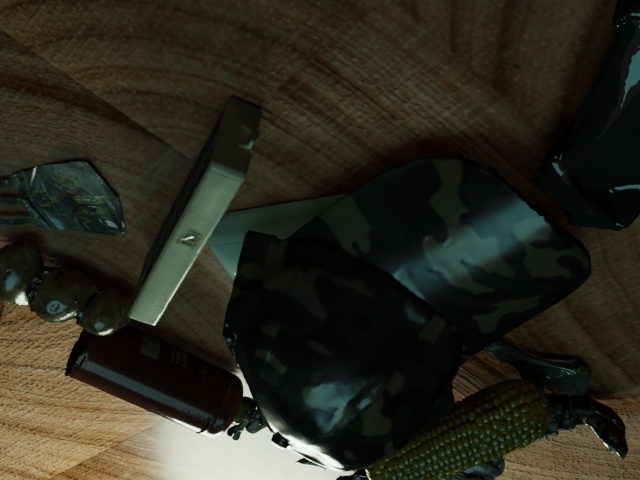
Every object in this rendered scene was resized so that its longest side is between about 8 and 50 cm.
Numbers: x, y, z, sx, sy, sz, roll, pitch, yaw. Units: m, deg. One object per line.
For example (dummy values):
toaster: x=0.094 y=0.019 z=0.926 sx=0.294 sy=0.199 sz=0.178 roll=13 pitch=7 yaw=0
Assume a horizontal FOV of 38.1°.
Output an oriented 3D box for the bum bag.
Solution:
bum bag: x=0.294 y=-0.128 z=0.858 sx=0.142 sy=0.080 sz=0.326 roll=11 pitch=138 yaw=-9

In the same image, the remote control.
remote control: x=0.001 y=-0.001 z=1.107 sx=0.293 sy=0.051 sz=0.103 roll=-10 pitch=131 yaw=23

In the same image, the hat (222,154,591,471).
hat: x=0.097 y=0.104 z=1.029 sx=0.366 sy=0.257 sz=0.381 roll=34 pitch=147 yaw=-23

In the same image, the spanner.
spanner: x=0.227 y=0.135 z=1.228 sx=0.325 sy=0.026 sz=0.093 roll=29 pitch=137 yaw=-17

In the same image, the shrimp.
shrimp: x=0.224 y=0.311 z=1.331 sx=0.410 sy=0.221 sz=0.166 roll=-30 pitch=93 yaw=14

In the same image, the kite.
kite: x=-0.369 y=-0.050 z=1.178 sx=0.245 sy=0.015 sz=0.141 roll=-2 pitch=138 yaw=12

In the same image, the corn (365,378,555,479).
corn: x=0.181 y=0.262 z=1.228 sx=0.260 sy=0.091 sz=0.091 roll=-25 pitch=140 yaw=1

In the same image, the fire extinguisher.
fire extinguisher: x=-0.196 y=0.205 z=1.379 sx=0.337 sy=0.106 sz=0.147 roll=27 pitch=117 yaw=-18

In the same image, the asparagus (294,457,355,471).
asparagus: x=0.008 y=0.380 z=1.586 sx=0.108 sy=0.021 sz=0.025 roll=4 pitch=136 yaw=12

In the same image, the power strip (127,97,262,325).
power strip: x=-0.156 y=-0.018 z=1.085 sx=0.043 sy=0.106 sz=0.367 roll=22 pitch=140 yaw=-14

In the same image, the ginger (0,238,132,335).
ginger: x=-0.355 y=0.071 z=1.268 sx=0.204 sy=0.080 sz=0.104 roll=28 pitch=123 yaw=-15
